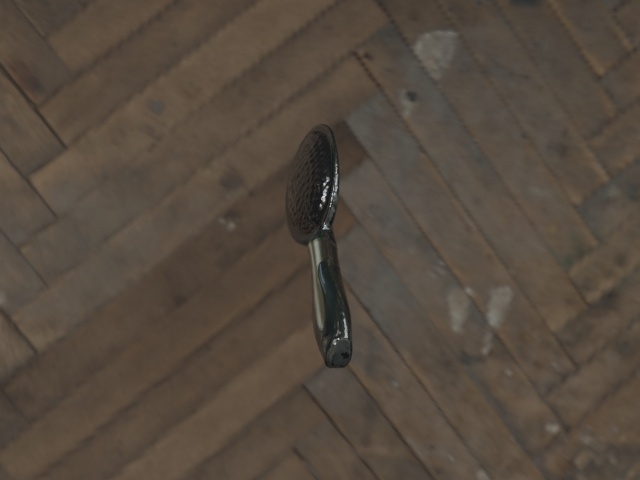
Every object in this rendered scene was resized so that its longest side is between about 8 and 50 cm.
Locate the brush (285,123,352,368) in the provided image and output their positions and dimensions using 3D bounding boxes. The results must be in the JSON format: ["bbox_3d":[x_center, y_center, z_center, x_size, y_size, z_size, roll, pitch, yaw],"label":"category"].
[{"bbox_3d":[0.000,0.000,0.413,0.008,0.083,0.024,21,126,-23],"label":"brush"}]
